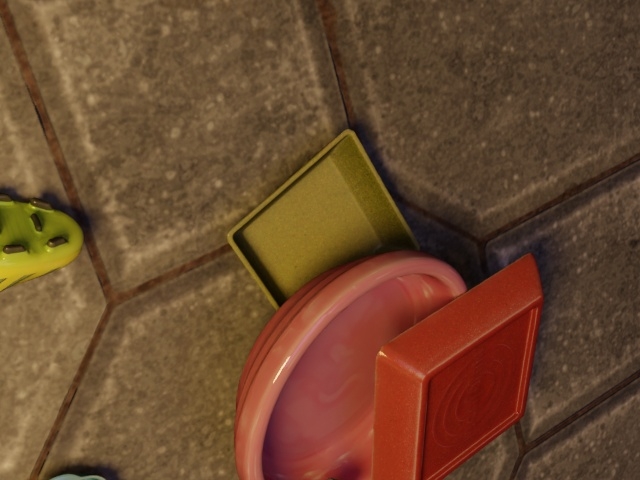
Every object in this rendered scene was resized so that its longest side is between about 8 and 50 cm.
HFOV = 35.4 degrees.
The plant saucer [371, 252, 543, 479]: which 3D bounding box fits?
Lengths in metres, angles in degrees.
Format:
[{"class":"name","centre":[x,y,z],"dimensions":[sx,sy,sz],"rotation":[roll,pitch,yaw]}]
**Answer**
[{"class":"plant saucer","centre":[0.169,0.174,1.172],"dimensions":[0.259,0.048,0.258],"rotation":[-27,134,-31]}]

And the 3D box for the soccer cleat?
[{"class":"soccer cleat","centre":[-0.354,0.040,0.898],"dimensions":[0.289,0.093,0.121],"rotation":[-20,142,-32]}]

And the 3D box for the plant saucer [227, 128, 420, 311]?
[{"class":"plant saucer","centre":[0.000,0.000,1.123],"dimensions":[0.188,0.045,0.188],"rotation":[-42,120,-17]}]

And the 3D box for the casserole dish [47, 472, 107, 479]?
[{"class":"casserole dish","centre":[-0.261,0.322,1.040],"dimensions":[0.114,0.037,0.188],"rotation":[-18,110,-28]}]

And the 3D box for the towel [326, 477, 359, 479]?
[{"class":"towel","centre":[0.007,0.301,1.119],"dimensions":[0.060,0.009,0.083],"rotation":[23,99,-53]}]

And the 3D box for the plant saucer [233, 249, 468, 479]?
[{"class":"plant saucer","centre":[0.028,0.150,1.108],"dimensions":[0.332,0.084,0.332],"rotation":[-28,135,-32]}]
